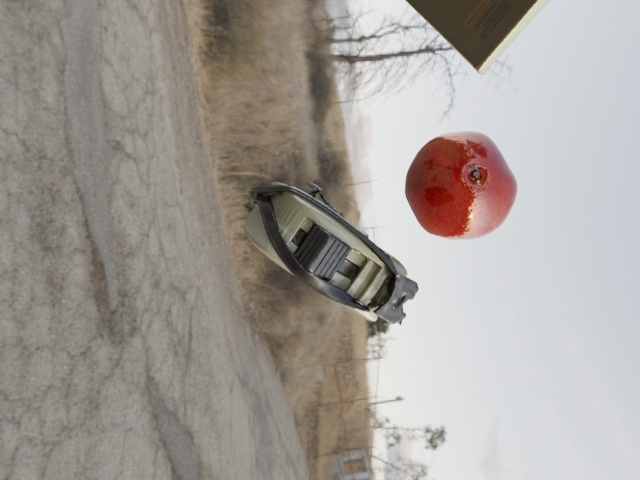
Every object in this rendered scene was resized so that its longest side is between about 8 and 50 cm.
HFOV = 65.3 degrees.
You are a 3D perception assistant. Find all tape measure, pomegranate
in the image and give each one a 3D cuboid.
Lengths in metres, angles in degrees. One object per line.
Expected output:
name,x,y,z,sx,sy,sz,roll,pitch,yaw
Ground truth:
tape measure,0.000,0.000,0.780,0.133,0.231,0.271,-54,-151,5
pomegranate,0.280,-0.105,1.021,0.256,0.220,0.221,6,80,-78

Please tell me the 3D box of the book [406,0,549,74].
book,0.138,-0.321,0.450,0.217,0.021,0.310,-49,-132,29
